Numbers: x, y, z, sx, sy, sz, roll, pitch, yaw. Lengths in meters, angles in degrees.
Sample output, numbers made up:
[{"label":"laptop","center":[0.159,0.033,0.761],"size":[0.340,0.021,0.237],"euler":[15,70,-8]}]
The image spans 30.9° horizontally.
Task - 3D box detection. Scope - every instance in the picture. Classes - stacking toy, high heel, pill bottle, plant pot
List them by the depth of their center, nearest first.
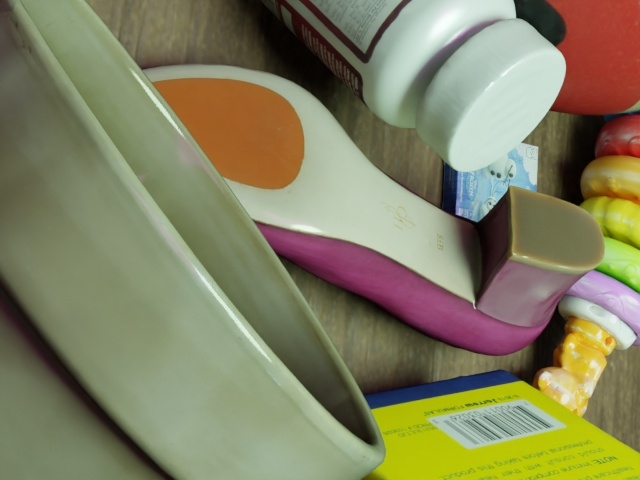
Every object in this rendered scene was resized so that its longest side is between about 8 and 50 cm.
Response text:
[{"label":"plant pot","center":[-0.172,0.050,0.564],"size":[0.280,0.323,0.323],"euler":[-35,108,3]},{"label":"pill bottle","center":[0.054,-0.154,0.786],"size":[0.121,0.121,0.221],"euler":[-24,59,-34]},{"label":"high heel","center":[0.000,0.000,0.833],"size":[0.377,0.181,0.127],"euler":[21,56,-9]},{"label":"stacking toy","center":[0.257,0.029,0.968],"size":[0.175,0.165,0.302],"euler":[43,74,-42]}]

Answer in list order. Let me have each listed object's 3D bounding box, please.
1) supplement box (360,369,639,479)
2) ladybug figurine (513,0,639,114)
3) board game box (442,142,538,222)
[{"label":"supplement box","center":[0.144,0.248,0.698],"size":[0.195,0.356,0.194],"euler":[-5,112,-35]},{"label":"ladybug figurine","center":[0.166,-0.254,0.811],"size":[0.162,0.305,0.449],"euler":[-26,140,-13]},{"label":"board game box","center":[0.141,-0.041,0.958],"size":[0.090,0.020,0.090],"euler":[9,80,-35]}]
